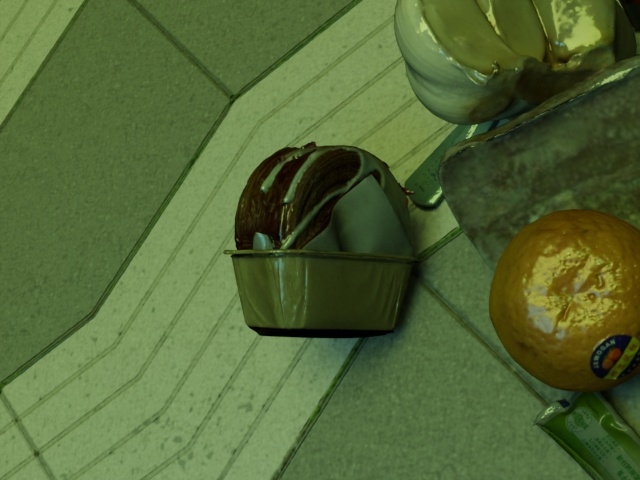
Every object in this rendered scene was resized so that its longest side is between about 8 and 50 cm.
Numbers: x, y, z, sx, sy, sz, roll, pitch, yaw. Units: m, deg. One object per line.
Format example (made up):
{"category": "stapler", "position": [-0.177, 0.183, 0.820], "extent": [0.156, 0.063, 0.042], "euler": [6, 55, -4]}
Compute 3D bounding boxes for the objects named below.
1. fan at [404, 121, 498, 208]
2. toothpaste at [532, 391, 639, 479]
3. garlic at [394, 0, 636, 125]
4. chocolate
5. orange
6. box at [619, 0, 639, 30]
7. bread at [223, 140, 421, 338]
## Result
{"category": "fan", "position": [0.201, -0.149, 1.469], "extent": [0.282, 0.023, 0.057], "euler": [-48, 49, 4]}
{"category": "toothpaste", "position": [0.298, 0.226, 1.197], "extent": [0.078, 0.047, 0.248], "euler": [-42, 48, 1]}
{"category": "garlic", "position": [0.198, -0.217, 1.362], "extent": [0.281, 0.184, 0.203], "euler": [-15, 66, -16]}
{"category": "chocolate", "position": [0.279, -0.083, 1.300], "extent": [0.303, 0.185, 0.100], "euler": [-26, 27, 16]}
{"category": "orange", "position": [0.252, 0.058, 1.237], "extent": [0.178, 0.155, 0.177], "euler": [2, 96, 14]}
{"category": "box", "position": [0.347, -0.311, 1.326], "extent": [0.120, 0.224, 0.069], "euler": [-8, 58, 31]}
{"category": "bread", "position": [0.000, 0.000, 1.390], "extent": [0.142, 0.224, 0.211], "euler": [-5, 83, 48]}
